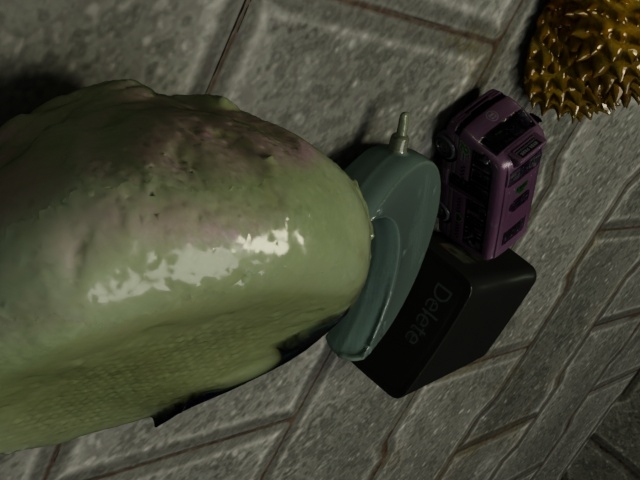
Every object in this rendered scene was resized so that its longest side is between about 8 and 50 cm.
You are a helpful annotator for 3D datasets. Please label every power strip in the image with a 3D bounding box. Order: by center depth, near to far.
[{"bbox_3d":[0.060,-0.010,0.881,0.167,0.054,0.253,-50,153,-38],"label":"power strip"}]

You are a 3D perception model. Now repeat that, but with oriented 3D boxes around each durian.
[{"bbox_3d":[0.318,-0.206,0.976,0.183,0.138,0.249,-58,157,-3],"label":"durian"}]

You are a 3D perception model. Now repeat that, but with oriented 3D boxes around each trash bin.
[{"bbox_3d":[0.148,0.078,1.079,0.225,0.115,0.165,-2,126,-55],"label":"trash bin"}]

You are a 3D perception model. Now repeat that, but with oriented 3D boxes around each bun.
[{"bbox_3d":[-0.126,0.002,0.555,0.293,0.187,0.293,-20,159,-8],"label":"bun"}]

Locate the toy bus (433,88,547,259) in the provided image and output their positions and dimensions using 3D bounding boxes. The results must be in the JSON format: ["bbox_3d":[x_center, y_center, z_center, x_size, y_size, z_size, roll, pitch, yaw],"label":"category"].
[{"bbox_3d":[0.182,-0.067,0.971,0.087,0.098,0.178,-36,147,-22],"label":"toy bus"}]
